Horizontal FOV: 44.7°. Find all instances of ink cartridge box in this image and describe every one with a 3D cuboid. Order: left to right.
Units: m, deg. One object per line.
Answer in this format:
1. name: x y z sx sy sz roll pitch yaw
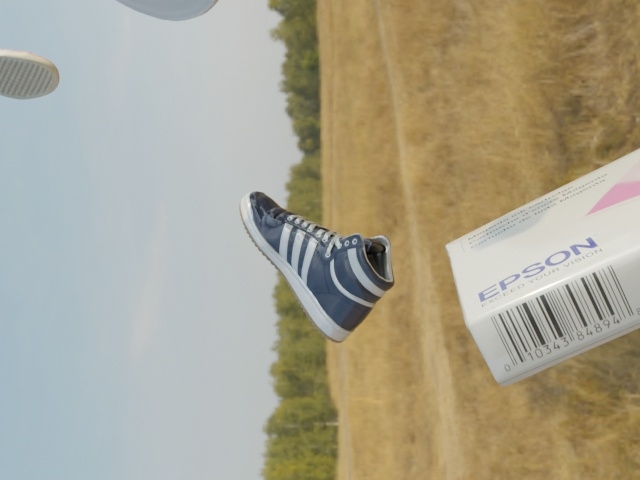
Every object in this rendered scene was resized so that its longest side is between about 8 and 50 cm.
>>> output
1. ink cartridge box: 0.271 -0.026 0.688 0.071 0.324 0.330 61 -169 -11

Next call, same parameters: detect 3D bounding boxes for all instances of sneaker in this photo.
1. sneaker: -0.318 -0.176 0.765 0.070 0.134 0.051 -87 -5 -47
2. sneaker: 0.000 0.000 1.185 0.282 0.153 0.099 54 -155 19

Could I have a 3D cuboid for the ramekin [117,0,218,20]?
1. ramekin: -0.208 -0.416 0.954 0.273 0.273 0.127 91 -157 -61
